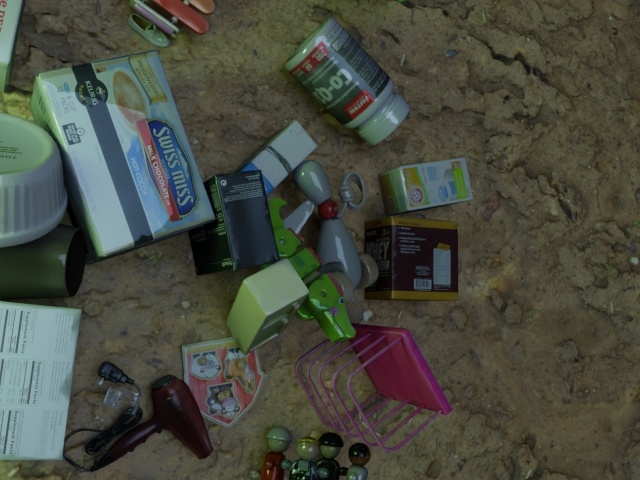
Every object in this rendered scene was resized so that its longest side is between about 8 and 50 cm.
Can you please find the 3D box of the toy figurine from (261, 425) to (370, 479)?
[{"bbox_3d":[-0.008,0.483,1.493,0.213,0.209,0.148,17,72,-24],"label":"toy figurine"}]

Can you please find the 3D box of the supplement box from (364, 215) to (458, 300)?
[{"bbox_3d":[0.220,0.048,1.688,0.191,0.129,0.194,4,83,-25],"label":"supplement box"}]

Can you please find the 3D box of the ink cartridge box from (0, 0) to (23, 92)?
[{"bbox_3d":[-0.688,-0.416,1.253,0.270,0.197,0.198,11,81,-25],"label":"ink cartridge box"}]

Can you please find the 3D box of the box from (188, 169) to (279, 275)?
[{"bbox_3d":[-0.192,-0.030,1.422,0.103,0.261,0.184,-9,90,-26],"label":"box"}]

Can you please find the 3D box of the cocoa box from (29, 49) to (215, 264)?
[{"bbox_3d":[-0.389,-0.155,1.354,0.228,0.231,0.347,-20,94,-26],"label":"cocoa box"}]

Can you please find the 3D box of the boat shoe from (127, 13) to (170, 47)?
[{"bbox_3d":[-0.369,-0.455,1.502,0.100,0.035,0.035,35,71,-19],"label":"boat shoe"}]

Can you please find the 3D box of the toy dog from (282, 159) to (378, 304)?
[{"bbox_3d":[0.000,0.000,1.582,0.220,0.161,0.333,8,69,-49],"label":"toy dog"}]

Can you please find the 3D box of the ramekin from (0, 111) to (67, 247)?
[{"bbox_3d":[-0.568,-0.117,1.182,0.273,0.272,0.127,2,127,-26],"label":"ramekin"}]

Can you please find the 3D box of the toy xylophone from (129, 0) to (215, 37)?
[{"bbox_3d":[-0.321,-0.592,1.505,0.236,0.081,0.322,26,70,-22],"label":"toy xylophone"}]

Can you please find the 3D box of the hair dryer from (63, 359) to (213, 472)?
[{"bbox_3d":[-0.353,0.378,1.426,0.294,0.080,0.223,22,92,-17],"label":"hair dryer"}]

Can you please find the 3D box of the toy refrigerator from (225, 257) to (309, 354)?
[{"bbox_3d":[-0.114,0.145,1.431,0.102,0.269,0.094,-27,75,-26],"label":"toy refrigerator"}]

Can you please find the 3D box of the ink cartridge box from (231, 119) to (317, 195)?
[{"bbox_3d":[-0.117,-0.165,1.538,0.190,0.140,0.082,-45,103,-22],"label":"ink cartridge box"}]

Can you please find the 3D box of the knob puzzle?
[{"bbox_3d":[-0.207,0.311,1.511,0.213,0.030,0.213,3,84,-26],"label":"knob puzzle"}]

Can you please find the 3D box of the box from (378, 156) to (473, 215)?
[{"bbox_3d":[0.263,-0.135,1.741,0.203,0.103,0.114,-10,89,-26],"label":"box"}]

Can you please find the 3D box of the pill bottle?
[{"bbox_3d":[0.068,-0.368,1.636,0.283,0.161,0.161,42,69,-16],"label":"pill bottle"}]

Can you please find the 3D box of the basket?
[{"bbox_3d":[-0.553,0.030,1.248,0.227,0.154,0.204,6,124,-4],"label":"basket"}]

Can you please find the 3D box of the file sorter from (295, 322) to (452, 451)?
[{"bbox_3d":[0.098,0.317,1.517,0.182,0.291,0.202,-32,99,-22],"label":"file sorter"}]

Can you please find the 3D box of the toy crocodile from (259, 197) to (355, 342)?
[{"bbox_3d":[-0.035,0.066,1.453,0.105,0.115,0.340,-33,81,-27],"label":"toy crocodile"}]

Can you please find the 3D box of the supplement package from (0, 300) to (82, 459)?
[{"bbox_3d":[-0.533,0.247,1.261,0.145,0.204,0.261,9,81,-24],"label":"supplement package"}]
